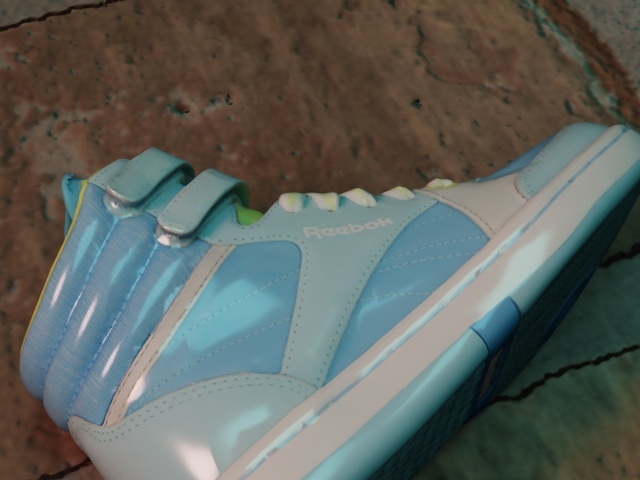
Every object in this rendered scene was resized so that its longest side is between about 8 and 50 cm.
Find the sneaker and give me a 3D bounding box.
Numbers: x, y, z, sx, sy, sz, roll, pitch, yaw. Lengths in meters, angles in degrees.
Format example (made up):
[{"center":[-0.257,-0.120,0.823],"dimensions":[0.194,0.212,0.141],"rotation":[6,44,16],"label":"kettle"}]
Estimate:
[{"center":[0.000,0.000,0.622],"dimensions":[0.208,0.127,0.319],"rotation":[39,57,19],"label":"sneaker"}]
